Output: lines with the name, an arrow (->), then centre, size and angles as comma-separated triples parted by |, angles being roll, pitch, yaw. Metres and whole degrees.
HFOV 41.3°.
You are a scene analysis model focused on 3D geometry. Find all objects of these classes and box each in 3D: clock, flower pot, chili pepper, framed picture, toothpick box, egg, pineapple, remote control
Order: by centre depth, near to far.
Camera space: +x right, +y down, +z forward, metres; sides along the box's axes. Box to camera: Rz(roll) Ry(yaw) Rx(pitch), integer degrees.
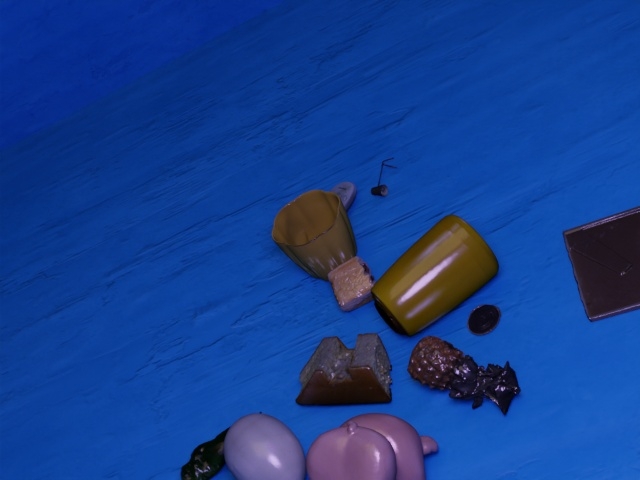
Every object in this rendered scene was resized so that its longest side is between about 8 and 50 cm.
pineapple -> 0.295, 0.271, 1.717 | 0.237, 0.111, 0.119 | 22, 95, 36
egg -> -0.113, 0.449, 1.761 | 0.151, 0.151, 0.209 | -42, 46, -12
framed picture -> 0.630, 0.044, 1.793 | 0.192, 0.018, 0.265 | -18, 42, 18
clock -> 0.355, 0.173, 1.847 | 0.074, 0.010, 0.083 | 3, 50, 36
toothpick box -> 0.245, 0.086, 1.887 | 0.271, 0.175, 0.175 | -40, 39, -4
chili pepper -> -0.215, 0.462, 1.888 | 0.224, 0.061, 0.098 | -39, 32, -5
flower pot -> 0.000, 0.000, 2.133 | 0.195, 0.179, 0.195 | -20, 39, 17
remote control -> 0.014, -0.057, 2.293 | 0.097, 0.045, 0.256 | 19, 64, 46

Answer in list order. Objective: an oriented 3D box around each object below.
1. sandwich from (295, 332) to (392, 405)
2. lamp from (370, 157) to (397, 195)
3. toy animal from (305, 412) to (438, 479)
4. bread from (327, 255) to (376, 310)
sandwich -> 0.036, 0.289, 1.852 | 0.235, 0.128, 0.122 | -11, 36, 24
lamp -> 0.169, -0.169, 2.314 | 0.054, 0.041, 0.121 | -4, 50, 43
toy animal -> 0.082, 0.419, 1.604 | 0.210, 0.221, 0.229 | 0, 50, 29
bread -> 0.082, 0.108, 2.048 | 0.106, 0.082, 0.125 | -35, 48, 13
